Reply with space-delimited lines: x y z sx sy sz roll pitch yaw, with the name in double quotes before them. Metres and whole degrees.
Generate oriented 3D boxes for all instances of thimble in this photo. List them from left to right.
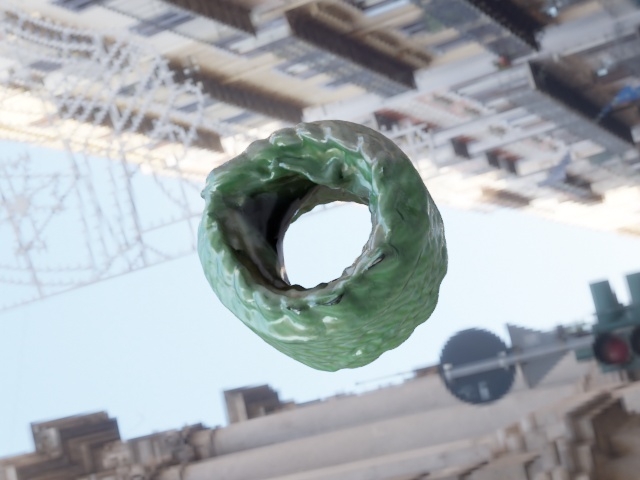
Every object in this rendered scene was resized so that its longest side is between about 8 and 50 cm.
"thimble" 0.000 0.000 1.057 0.150 0.219 0.219 50 -148 -60
